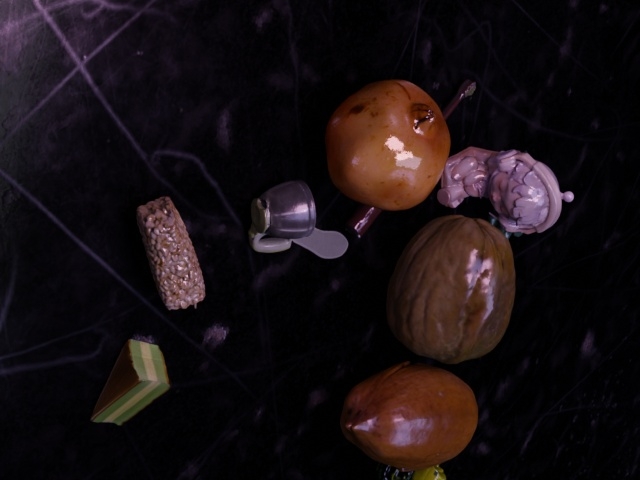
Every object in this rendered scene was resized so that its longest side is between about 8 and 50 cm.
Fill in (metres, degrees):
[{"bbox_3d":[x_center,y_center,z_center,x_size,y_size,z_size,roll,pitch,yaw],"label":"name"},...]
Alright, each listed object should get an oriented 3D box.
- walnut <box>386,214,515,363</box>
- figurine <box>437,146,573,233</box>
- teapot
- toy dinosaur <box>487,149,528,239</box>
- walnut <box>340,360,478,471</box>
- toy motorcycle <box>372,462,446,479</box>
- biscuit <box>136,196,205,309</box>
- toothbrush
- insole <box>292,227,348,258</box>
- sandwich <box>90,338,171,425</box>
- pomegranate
[{"bbox_3d":[0.241,0.086,1.906,0.227,0.283,0.283,8,106,-17],"label":"walnut"},{"bbox_3d":[0.342,-0.093,1.919,0.141,0.237,0.162,-37,137,-39],"label":"figurine"},{"bbox_3d":[-0.064,-0.029,1.621,0.091,0.092,0.124,-10,112,-26],"label":"teapot"},{"bbox_3d":[0.366,-0.038,2.070,0.120,0.079,0.292,-80,-173,-84],"label":"toy dinosaur"},{"bbox_3d":[0.158,0.332,1.971,0.336,0.209,0.209,5,106,-48],"label":"walnut"},{"bbox_3d":[0.152,0.573,2.138,0.206,0.142,0.342,8,106,-50],"label":"toy motorcycle"},{"bbox_3d":[-0.214,0.019,1.493,0.070,0.082,0.168,-20,128,-9],"label":"biscuit"},{"bbox_3d":[0.163,-0.149,1.839,0.364,0.041,0.041,-51,139,-15],"label":"toothbrush"},{"bbox_3d":[0.000,0.000,1.770,0.153,0.002,0.053,25,91,-50],"label":"insole"},{"bbox_3d":[-0.292,0.214,1.565,0.116,0.074,0.074,-38,146,21],"label":"sandwich"},{"bbox_3d":[0.105,-0.145,1.649,0.209,0.209,0.209,-24,127,-37],"label":"pomegranate"}]
